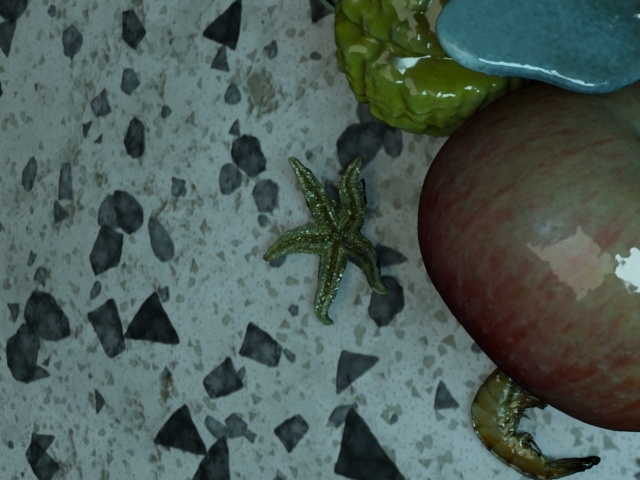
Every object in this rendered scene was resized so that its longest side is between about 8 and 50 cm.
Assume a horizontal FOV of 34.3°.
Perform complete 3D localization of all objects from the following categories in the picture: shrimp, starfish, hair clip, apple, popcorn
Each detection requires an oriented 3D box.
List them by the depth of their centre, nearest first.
[{"bbox_3d":[0.333,-0.263,0.825,0.318,0.392,0.238,36,146,14],"label":"hair clip"},{"bbox_3d":[0.261,-0.004,0.924,0.269,0.345,0.345,-48,67,28],"label":"apple"},{"bbox_3d":[0.129,-0.237,1.040,0.258,0.224,0.270,-31,101,10],"label":"popcorn"},{"bbox_3d":[0.247,0.172,1.101,0.148,0.035,0.195,44,120,28],"label":"shrimp"},{"bbox_3d":[0.000,0.000,1.251,0.176,0.053,0.208,-10,88,28],"label":"starfish"}]

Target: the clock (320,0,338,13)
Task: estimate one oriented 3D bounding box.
[{"bbox_3d":[0.078,-0.356,1.197,0.226,0.049,0.226,2,93,33],"label":"clock"}]
